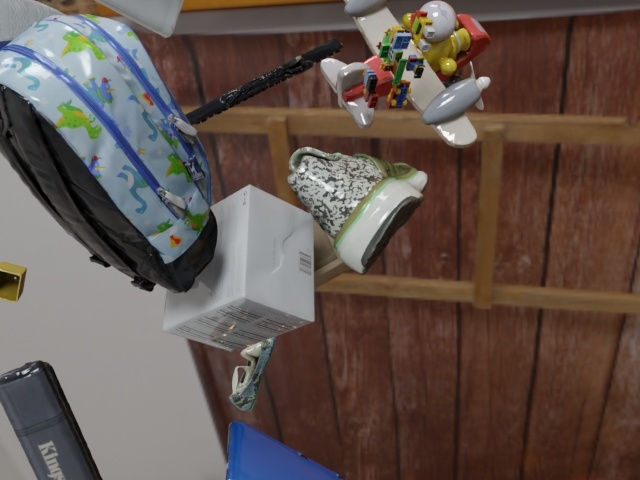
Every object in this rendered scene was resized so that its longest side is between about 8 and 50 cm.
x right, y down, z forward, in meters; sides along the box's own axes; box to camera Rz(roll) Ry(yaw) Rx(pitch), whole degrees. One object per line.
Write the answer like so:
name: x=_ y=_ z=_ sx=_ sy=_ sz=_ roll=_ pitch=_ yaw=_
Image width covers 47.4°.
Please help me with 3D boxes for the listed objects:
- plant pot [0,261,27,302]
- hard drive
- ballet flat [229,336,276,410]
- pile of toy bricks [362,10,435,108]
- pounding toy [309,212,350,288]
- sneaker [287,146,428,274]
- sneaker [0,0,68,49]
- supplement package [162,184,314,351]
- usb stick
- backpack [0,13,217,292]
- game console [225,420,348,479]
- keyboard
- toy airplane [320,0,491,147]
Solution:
plant pot: x=-0.794 y=0.098 z=1.866 sx=0.083 sy=0.081 sz=0.082 roll=-89 pitch=15 yaw=-69
hard drive: x=-0.426 y=-0.598 z=1.562 sx=0.307 sy=0.040 sz=0.203 roll=21 pitch=-96 yaw=-39
ballet flat: x=-0.150 y=0.273 z=1.585 sx=0.070 sy=0.070 sz=0.188 roll=76 pitch=-154 yaw=-58
pile of toy bricks: x=0.143 y=-0.371 z=1.472 sx=0.212 sy=0.118 sz=0.105 roll=108 pitch=150 yaw=-49
pounding toy: x=0.000 y=0.000 z=1.332 sx=0.100 sy=0.130 sz=0.141 roll=12 pitch=-129 yaw=-64
sneaker: x=0.046 y=-0.084 z=1.067 sx=0.158 sy=0.182 sz=0.410 roll=-51 pitch=0 yaw=8
sneaker: x=-0.512 y=-0.309 z=1.061 sx=0.182 sy=0.315 sz=0.128 roll=-132 pitch=48 yaw=-57
supplement package: x=-0.130 y=0.053 z=1.185 sx=0.149 sy=0.203 sz=0.194 roll=26 pitch=-127 yaw=-39
usb stick: x=-0.344 y=0.289 z=0.965 sx=0.045 sy=0.077 sz=0.278 roll=-148 pitch=38 yaw=-73
backpack: x=-0.304 y=-0.128 z=1.003 sx=0.273 sy=0.290 sz=0.355 roll=-57 pitch=-43 yaw=-11
game console: x=-0.029 y=0.407 z=0.923 sx=0.250 sy=0.293 sz=0.173 roll=-62 pitch=14 yaw=-20
keyboard: x=-0.104 y=-0.283 z=1.317 sx=0.033 sy=0.317 sz=0.201 roll=62 pitch=-171 yaw=-12
toy airplane: x=0.195 y=-0.416 z=1.612 sx=0.272 sy=0.386 sz=0.385 roll=122 pitch=166 yaw=-58
